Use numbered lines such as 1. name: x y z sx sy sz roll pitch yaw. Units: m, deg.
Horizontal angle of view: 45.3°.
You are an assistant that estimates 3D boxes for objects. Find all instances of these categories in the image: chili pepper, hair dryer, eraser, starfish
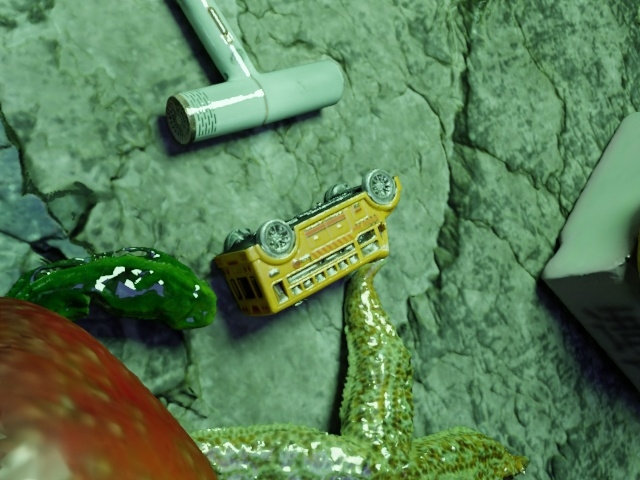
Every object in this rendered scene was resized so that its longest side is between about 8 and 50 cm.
1. chili pepper: -0.160 0.047 0.536 0.182 0.050 0.073 -15 98 -30
2. hair dryer: -0.075 -0.182 0.633 0.155 0.044 0.183 -20 90 -35
3. eraser: 0.435 0.059 0.863 0.359 0.122 0.272 45 60 -19
4. starfish: 0.034 0.219 0.619 0.347 0.078 0.358 50 61 -19

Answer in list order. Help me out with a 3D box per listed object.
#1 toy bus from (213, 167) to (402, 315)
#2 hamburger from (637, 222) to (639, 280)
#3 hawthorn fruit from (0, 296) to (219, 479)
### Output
1. toy bus: 0.000 0.000 0.630 0.162 0.069 0.074 -27 97 -31
2. hamburger: 0.359 0.002 0.705 0.138 0.083 0.147 19 75 -22
3. hawthorn fruit: -0.173 0.167 0.379 0.300 0.275 0.275 32 67 -32
